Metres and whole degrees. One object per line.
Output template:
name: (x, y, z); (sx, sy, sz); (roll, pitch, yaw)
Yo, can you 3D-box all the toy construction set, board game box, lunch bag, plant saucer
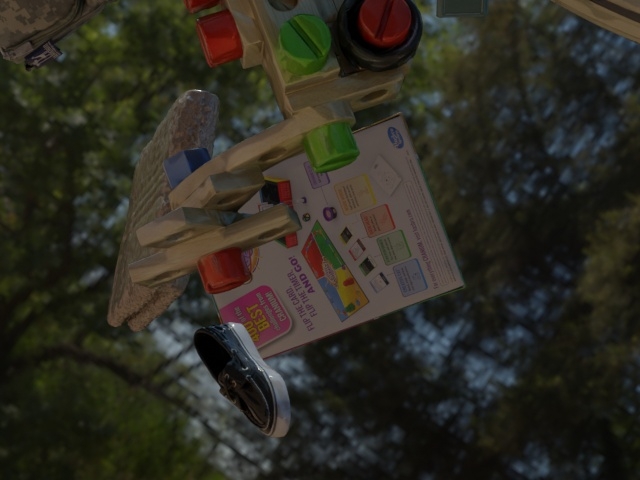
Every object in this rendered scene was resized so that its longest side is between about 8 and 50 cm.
toy construction set: (-0.069, -0.136, 0.812); (0.151, 0.215, 0.327); (173, -101, -80)
board game box: (0.000, 0.000, 1.823); (0.064, 0.317, 0.242); (-46, 117, -84)
lunch bag: (-0.366, -0.404, 1.790); (0.305, 0.256, 0.212); (57, 1, -16)
plant saucer: (0.180, -0.367, 1.747); (0.067, 0.018, 0.192); (0, -59, 1)

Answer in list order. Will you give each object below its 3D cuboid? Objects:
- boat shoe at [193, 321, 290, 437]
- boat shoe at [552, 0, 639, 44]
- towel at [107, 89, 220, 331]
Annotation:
boat shoe: (-0.066, 0.115, 1.145); (0.040, 0.049, 0.142); (0, 28, -26)
boat shoe: (0.187, -0.270, 1.046); (0.500, 0.156, 0.187); (39, 21, 21)
towel: (-0.150, -0.018, 1.332); (0.049, 0.187, 0.282); (11, -13, -14)
